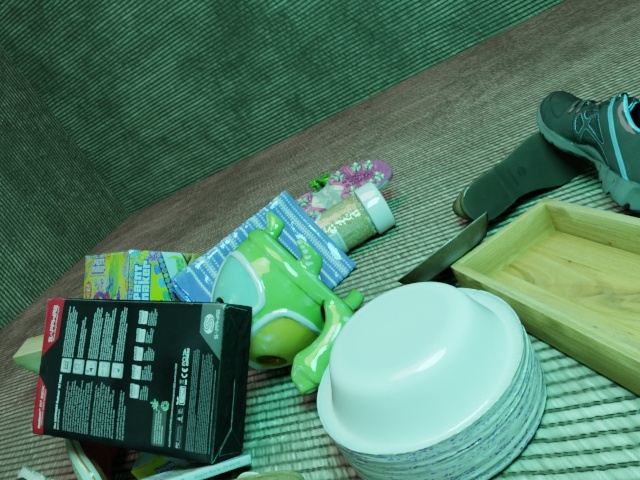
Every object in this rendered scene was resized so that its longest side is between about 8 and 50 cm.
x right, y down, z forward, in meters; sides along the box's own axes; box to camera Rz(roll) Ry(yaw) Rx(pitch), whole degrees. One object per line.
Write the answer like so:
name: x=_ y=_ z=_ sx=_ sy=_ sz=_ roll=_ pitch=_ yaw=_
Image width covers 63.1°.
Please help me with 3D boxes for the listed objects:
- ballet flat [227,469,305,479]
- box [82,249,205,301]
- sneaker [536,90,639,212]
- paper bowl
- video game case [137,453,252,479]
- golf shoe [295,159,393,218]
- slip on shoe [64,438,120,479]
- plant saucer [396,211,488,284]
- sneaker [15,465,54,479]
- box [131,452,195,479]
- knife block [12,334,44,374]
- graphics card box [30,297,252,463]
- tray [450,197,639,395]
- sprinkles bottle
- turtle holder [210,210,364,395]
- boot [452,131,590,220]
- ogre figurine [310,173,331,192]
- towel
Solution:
ballet flat: x=-0.161 y=0.366 z=0.692 sx=0.342 sy=0.116 sz=0.124 roll=-23 pitch=2 yaw=20
box: x=-0.366 y=0.120 z=1.215 sx=0.279 sy=0.177 sz=0.290 roll=6 pitch=-7 yaw=-40
sneaker: x=0.489 y=-0.189 z=0.870 sx=0.125 sy=0.140 sz=0.341 roll=-3 pitch=37 yaw=-12
paper bowl: x=0.125 y=0.165 z=0.675 sx=0.284 sy=0.148 sz=0.284 roll=-26 pitch=23 yaw=12
video game case: x=-0.199 y=0.339 z=0.751 sx=0.119 sy=0.015 sz=0.166 roll=-23 pitch=-18 yaw=37
golf shoe: x=0.054 y=-0.100 z=1.366 sx=0.306 sy=0.140 sz=0.115 roll=-30 pitch=59 yaw=3
slip on shoe: x=-0.427 y=0.377 z=1.009 sx=0.101 sy=0.123 sz=0.331 roll=-19 pitch=18 yaw=-19
plant saucer: x=0.222 y=0.024 z=0.917 sx=0.198 sy=0.036 sz=0.198 roll=-37 pitch=-9 yaw=-7
sneaker: x=-0.488 y=0.486 z=0.877 sx=0.293 sy=0.102 sz=0.146 roll=-15 pitch=30 yaw=47
box: x=-0.230 y=0.344 z=0.905 sx=0.179 sy=0.043 sz=0.105 roll=-28 pitch=21 yaw=16
knife block: x=-0.598 y=0.257 z=1.338 sx=0.242 sy=0.275 sz=0.088 roll=-58 pitch=15 yaw=16
graphics card box: x=-0.296 y=0.213 z=0.854 sx=0.371 sy=0.233 sz=0.094 roll=-3 pitch=-12 yaw=24
tray: x=0.371 y=0.059 z=0.677 sx=0.203 sy=0.076 sz=0.411 roll=-34 pitch=22 yaw=-8
sprinkles bottle: x=0.000 y=0.000 z=1.245 sx=0.355 sy=0.121 sz=0.121 roll=-31 pitch=21 yaw=2
turtle holder: x=-0.057 y=0.129 z=0.944 sx=0.227 sy=0.320 sz=0.243 roll=-47 pitch=-21 yaw=-3
boot: x=0.397 y=-0.134 z=1.043 sx=0.305 sy=0.112 sz=0.115 roll=-28 pitch=0 yaw=-4
ogre figurine: x=0.063 y=-0.137 z=1.466 sx=0.197 sy=0.118 sz=0.097 roll=-18 pitch=21 yaw=29
towel: x=-0.116 y=0.070 z=1.108 sx=0.336 sy=0.243 sz=0.040 roll=-41 pitch=-8 yaw=-22
